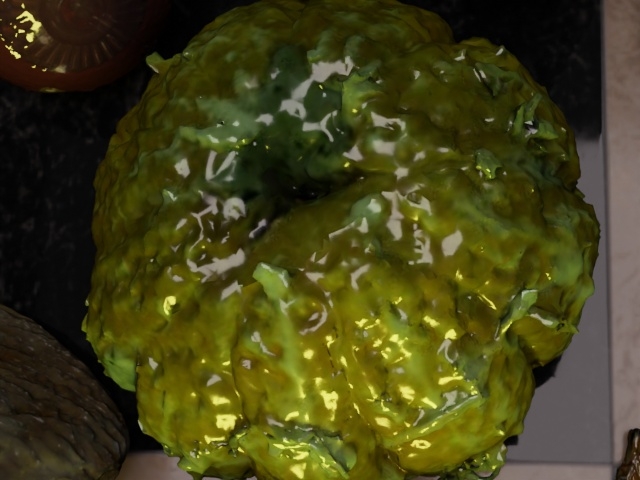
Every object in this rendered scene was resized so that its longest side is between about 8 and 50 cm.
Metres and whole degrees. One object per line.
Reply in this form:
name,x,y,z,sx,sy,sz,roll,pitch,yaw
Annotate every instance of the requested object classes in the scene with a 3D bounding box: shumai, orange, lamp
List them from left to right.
shumai,-0.237,0.130,0.741,0.209,0.161,0.153,27,106,-9
lamp,-0.174,-0.178,0.789,0.157,0.156,0.135,-3,33,-23
orange,0.000,0.000,0.674,0.300,0.223,0.301,31,80,17

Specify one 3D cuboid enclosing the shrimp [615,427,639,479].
shrimp,0.164,0.172,0.718,0.091,0.025,0.127,12,84,12
